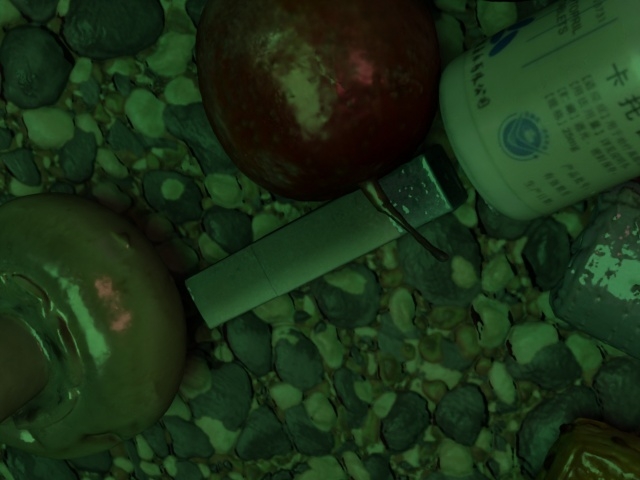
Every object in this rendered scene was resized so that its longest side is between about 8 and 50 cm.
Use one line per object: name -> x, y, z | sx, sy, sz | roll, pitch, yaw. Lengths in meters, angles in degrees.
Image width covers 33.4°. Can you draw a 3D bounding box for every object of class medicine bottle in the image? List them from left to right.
medicine bottle -> 0.261, -0.141, 0.907 | 0.293, 0.170, 0.170 | -25, 94, 31

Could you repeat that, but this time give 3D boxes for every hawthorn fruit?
hawthorn fruit -> -0.007, -0.145, 0.990 | 0.235, 0.263, 0.231 | -3, 145, 27

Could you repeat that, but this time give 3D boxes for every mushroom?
mushroom -> -0.312, 0.122, 1.151 | 0.314, 0.336, 0.314 | 10, 117, 20

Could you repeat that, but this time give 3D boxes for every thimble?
thimble -> 0.290, 0.025, 0.990 | 0.118, 0.127, 0.151 | 26, 100, 11

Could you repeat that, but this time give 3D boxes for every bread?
bread -> 0.320, 0.309, 1.078 | 0.235, 0.099, 0.210 | 26, 111, 19

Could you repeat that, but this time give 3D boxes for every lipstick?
lipstick -> 0.000, 0.000, 1.135 | 0.317, 0.066, 0.068 | -27, 93, 26
